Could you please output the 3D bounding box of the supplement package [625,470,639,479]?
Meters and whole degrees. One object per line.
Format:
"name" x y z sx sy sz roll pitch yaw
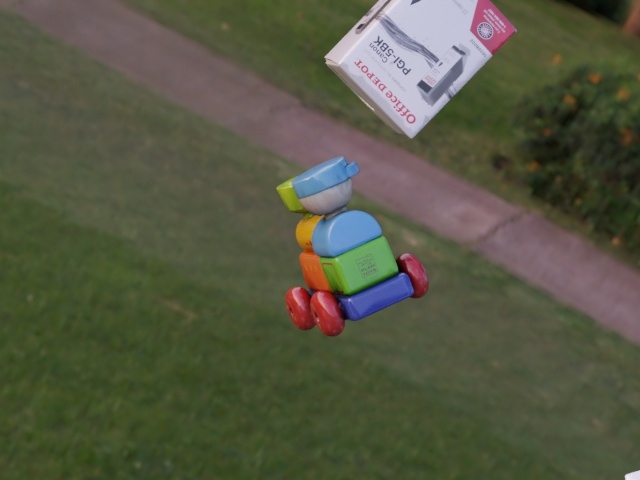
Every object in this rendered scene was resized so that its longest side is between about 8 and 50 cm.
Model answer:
"supplement package" 0.333 0.231 1.075 0.203 0.194 0.149 51 25 -56

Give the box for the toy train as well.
"toy train" 0.000 0.000 1.468 0.105 0.143 0.248 -23 7 -14

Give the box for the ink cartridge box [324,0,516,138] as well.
"ink cartridge box" 0.087 -0.170 1.379 0.099 0.135 0.056 43 0 -17
